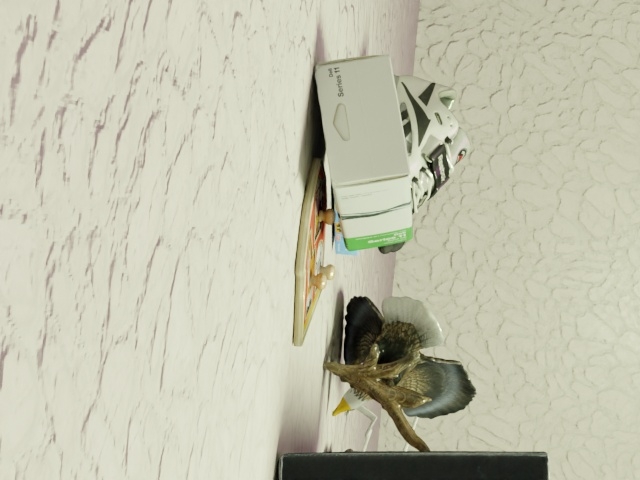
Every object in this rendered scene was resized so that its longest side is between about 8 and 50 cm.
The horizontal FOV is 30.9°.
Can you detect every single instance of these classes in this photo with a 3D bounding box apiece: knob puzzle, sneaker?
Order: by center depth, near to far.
[{"bbox_3d":[0.000,0.000,1.331,0.213,0.030,0.213,5,90,-83],"label":"knob puzzle"},{"bbox_3d":[0.143,-0.120,1.667,0.122,0.146,0.330,90,6,-52],"label":"sneaker"}]

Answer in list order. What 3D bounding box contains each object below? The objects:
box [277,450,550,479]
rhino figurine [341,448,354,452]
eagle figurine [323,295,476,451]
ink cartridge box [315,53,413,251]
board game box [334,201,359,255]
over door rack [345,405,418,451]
[{"bbox_3d":[0.116,0.363,1.397,0.395,0.294,0.212,61,28,-78],"label":"box"},{"bbox_3d":[0.045,0.386,1.851,0.243,0.073,0.106,88,3,-80],"label":"rhino figurine"},{"bbox_3d":[0.105,0.193,1.761,0.298,0.225,0.226,-12,93,-72],"label":"eagle figurine"},{"bbox_3d":[0.052,-0.095,1.313,0.208,0.087,0.153,74,7,-71],"label":"ink cartridge box"},{"bbox_3d":[0.045,-0.108,1.586,0.211,0.039,0.160,90,8,-48],"label":"board game box"},{"bbox_3d":[0.116,0.395,1.965,0.239,0.108,0.324,131,-25,-52],"label":"over door rack"}]
